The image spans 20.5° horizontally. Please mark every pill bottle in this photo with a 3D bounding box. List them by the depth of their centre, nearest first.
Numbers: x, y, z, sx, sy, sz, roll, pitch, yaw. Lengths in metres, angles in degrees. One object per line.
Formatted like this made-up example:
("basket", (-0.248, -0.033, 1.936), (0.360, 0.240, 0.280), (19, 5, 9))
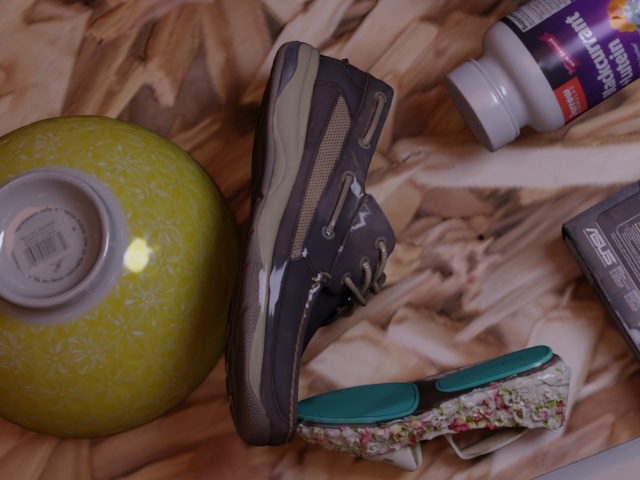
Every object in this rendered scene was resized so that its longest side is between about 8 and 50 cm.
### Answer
("pill bottle", (0.207, -0.160, 1.517), (0.193, 0.108, 0.108), (-33, 75, -1))

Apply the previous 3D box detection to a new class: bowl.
("bowl", (-0.218, 0.015, 1.502), (0.289, 0.156, 0.289), (-2, 77, 7))

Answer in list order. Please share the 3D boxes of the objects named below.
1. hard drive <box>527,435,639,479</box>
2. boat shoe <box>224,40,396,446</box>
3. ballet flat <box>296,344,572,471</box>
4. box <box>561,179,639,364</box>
("hard drive", (0.205, 0.288, 1.418), (0.307, 0.040, 0.203), (-24, 77, 11))
("boat shoe", (0.000, 0.000, 1.479), (0.130, 0.132, 0.355), (10, 71, -6))
("ballet flat", (0.095, 0.151, 1.475), (0.241, 0.091, 0.077), (-13, 106, 8))
("box", (0.337, 0.042, 1.480), (0.183, 0.056, 0.231), (-30, 76, -1))
